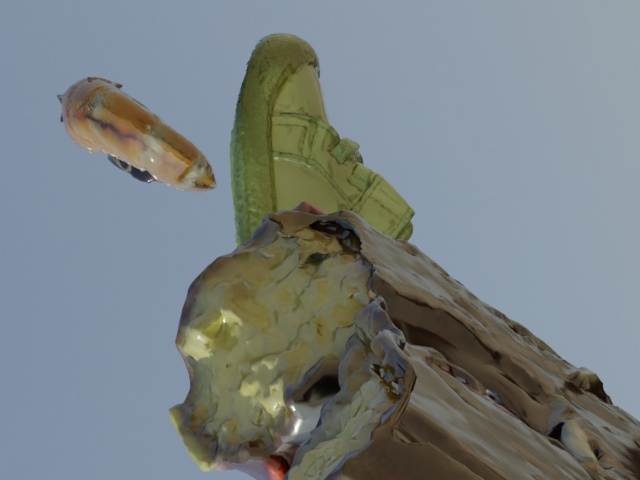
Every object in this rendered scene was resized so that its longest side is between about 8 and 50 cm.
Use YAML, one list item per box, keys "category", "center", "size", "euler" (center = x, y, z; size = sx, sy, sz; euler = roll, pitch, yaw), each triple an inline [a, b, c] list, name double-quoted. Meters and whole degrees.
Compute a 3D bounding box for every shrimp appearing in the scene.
- category: "shrimp"
  center: [-0.165, -0.091, 1.711]
  size: [0.152, 0.063, 0.287]
  euler: [31, 177, -16]

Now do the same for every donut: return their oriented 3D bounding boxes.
- category: "donut"
  center: [0.067, 0.118, 0.774]
  size: [0.259, 0.136, 0.345]
  euler: [36, -171, -16]

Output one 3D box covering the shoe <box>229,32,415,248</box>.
- category: "shoe"
  center: [-0.008, 0.000, 1.265]
  size: [0.128, 0.140, 0.262]
  euler: [5, -107, -14]
